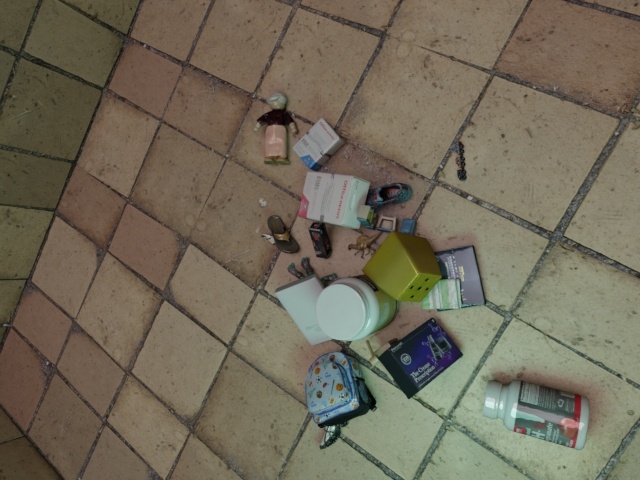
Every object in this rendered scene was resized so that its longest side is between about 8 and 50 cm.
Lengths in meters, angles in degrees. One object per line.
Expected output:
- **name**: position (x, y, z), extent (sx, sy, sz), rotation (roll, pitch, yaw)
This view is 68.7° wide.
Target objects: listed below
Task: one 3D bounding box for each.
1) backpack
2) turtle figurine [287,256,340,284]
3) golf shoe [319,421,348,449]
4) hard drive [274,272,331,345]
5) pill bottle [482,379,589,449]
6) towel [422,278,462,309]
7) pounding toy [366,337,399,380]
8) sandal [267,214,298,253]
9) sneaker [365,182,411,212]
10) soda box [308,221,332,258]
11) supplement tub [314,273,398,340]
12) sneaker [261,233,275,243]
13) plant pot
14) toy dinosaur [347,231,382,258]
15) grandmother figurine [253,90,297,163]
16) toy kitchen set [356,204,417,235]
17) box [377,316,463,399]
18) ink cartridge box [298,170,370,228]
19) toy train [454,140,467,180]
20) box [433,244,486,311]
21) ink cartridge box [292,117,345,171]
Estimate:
- **backpack**: position (0.056, 0.593, 1.910), extent (0.276, 0.213, 0.263), rotation (-26, 46, 18)
- **turtle figurine**: position (-0.030, 0.176, 2.027), extent (0.234, 0.175, 0.118), rotation (42, 122, 30)
- **golf shoe**: position (0.046, 0.792, 1.990), extent (0.094, 0.077, 0.198), rotation (37, 95, 34)
- **hard drive**: position (-0.030, 0.298, 1.978), extent (0.203, 0.040, 0.307), rotation (-23, 112, 22)
- **pill bottle**: position (0.737, 0.586, 1.619), extent (0.318, 0.176, 0.176), rotation (8, 90, 25)
- **towel**: position (0.462, 0.206, 1.797), extent (0.152, 0.023, 0.113), rotation (-7, 81, 29)
- **pounding toy**: position (0.265, 0.442, 1.832), extent (0.094, 0.206, 0.181), rotation (-41, 71, 17)
- **sandal**: position (-0.174, -0.033, 2.135), extent (0.090, 0.060, 0.219), rotation (-21, 67, -18)
- **sneaker**: position (0.236, -0.186, 1.934), extent (0.262, 0.125, 0.104), rotation (-20, 78, 22)
- **soda box**: position (0.000, 0.000, 2.014), extent (0.060, 0.169, 0.053), rotation (9, 46, 26)
- **supplement tub**: position (0.144, 0.257, 1.825), extent (0.241, 0.331, 0.241), rotation (0, 90, 27)
- **sneaker**: position (-0.232, -0.005, 2.187), extent (0.109, 0.040, 0.044), rotation (15, 94, 25)
- **plant pot**: position (0.326, 0.115, 1.772), extent (0.212, 0.212, 0.187), rotation (-56, 44, 26)
- **toy dinosaur**: position (0.193, 0.017, 1.980), extent (0.183, 0.053, 0.092), rotation (-26, 75, 21)
- **grandmother figurine**: position (-0.210, -0.530, 2.189), extent (0.208, 0.104, 0.342), rotation (4, 84, -2)
- **toy kitchen set**: position (0.261, -0.052, 1.876), extent (0.207, 0.166, 0.122), rotation (11, 82, 21)
- **box**: position (0.375, 0.433, 1.750), extent (0.184, 0.261, 0.103), rotation (50, 144, 21)
- **ink cartridge box**: position (0.052, -0.172, 1.975), extent (0.283, 0.117, 0.207), rotation (15, 92, 46)
- **toy train**: position (0.552, -0.314, 1.852), extent (0.036, 0.027, 0.158), rotation (-7, 84, 35)
- **box**: position (0.523, 0.147, 1.813), extent (0.183, 0.059, 0.233), rotation (-12, 82, 24)
- **ink cartridge box**: position (-0.008, -0.425, 2.089), extent (0.190, 0.082, 0.139), rotation (-42, 71, 15)
